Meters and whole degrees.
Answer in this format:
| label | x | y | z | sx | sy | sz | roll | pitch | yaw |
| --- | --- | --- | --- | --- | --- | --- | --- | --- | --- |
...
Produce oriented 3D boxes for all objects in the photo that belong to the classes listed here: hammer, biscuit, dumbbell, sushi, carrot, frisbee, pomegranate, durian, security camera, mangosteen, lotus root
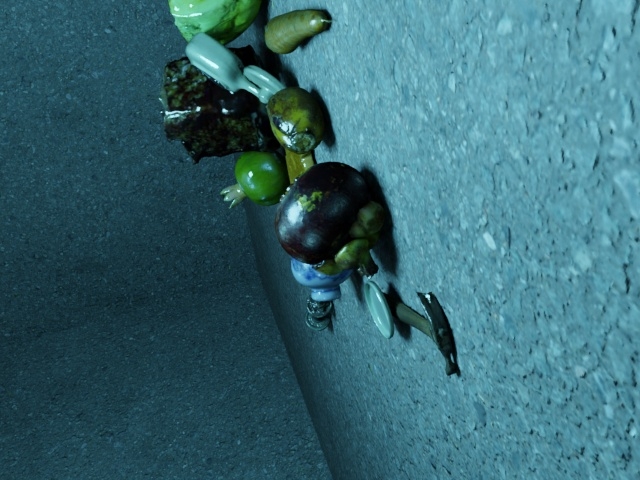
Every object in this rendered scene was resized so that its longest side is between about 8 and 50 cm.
| label | x | y | z | sx | sy | sz | roll | pitch | yaw |
| --- | --- | --- | --- | --- | --- | --- | --- | --- | --- |
| hammer | 0.143 | 0.126 | 0.922 | 0.297 | 0.027 | 0.125 | -161 | 56 | -77 |
| biscuit | -0.049 | -0.193 | 1.415 | 0.238 | 0.041 | 0.212 | 111 | 137 | -72 |
| dumbbell | -0.007 | 0.210 | 1.644 | 0.254 | 0.082 | 0.081 | 95 | 157 | -60 |
| sushi | -0.276 | -0.386 | 1.567 | 0.281 | 0.294 | 0.299 | 73 | -173 | -48 |
| carrot | -0.038 | -0.398 | 1.035 | 0.298 | 0.078 | 0.078 | -148 | 43 | -65 |
| frisbee | 0.106 | 0.123 | 0.994 | 0.110 | 0.014 | 0.110 | 160 | 90 | -80 |
| pomegranate | -0.197 | -0.180 | 1.685 | 0.187 | 0.225 | 0.187 | 55 | -173 | -11 |
| durian | -0.255 | -0.604 | 1.361 | 0.204 | 0.256 | 0.340 | 55 | 176 | -1 |
| security camera | -0.187 | -0.387 | 1.337 | 0.301 | 0.080 | 0.157 | 33 | 177 | 7 |
| mangosteen | 0.028 | -0.026 | 0.964 | 0.217 | 0.192 | 0.192 | 43 | 167 | 0 |
| lotus root | -0.051 | -0.253 | 1.153 | 0.209 | 0.120 | 0.120 | -115 | 15 | -45 |

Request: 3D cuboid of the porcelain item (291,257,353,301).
| label | x | y | z | sx | sy | sz | roll | pitch | yaw |
| --- | --- | --- | --- | --- | --- | --- | --- | --- | --- |
| porcelain item | 0.000 | 0.000 | 1.203 | 0.141 | 0.141 | 0.259 | -166 | 69 | -78 |
